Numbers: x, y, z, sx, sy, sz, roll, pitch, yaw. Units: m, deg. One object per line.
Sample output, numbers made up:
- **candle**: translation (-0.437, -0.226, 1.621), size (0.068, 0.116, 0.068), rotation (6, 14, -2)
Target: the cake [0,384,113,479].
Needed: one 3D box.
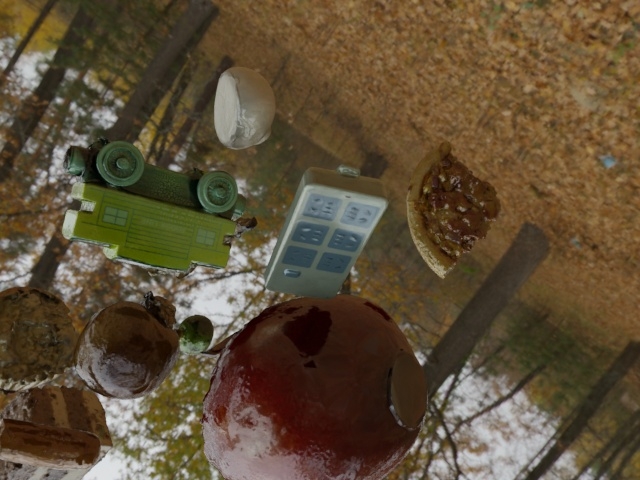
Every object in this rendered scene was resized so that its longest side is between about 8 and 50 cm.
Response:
- **cake**: translation (-0.866, 0.639, 1.789), size (0.290, 0.282, 0.255), rotation (33, -166, -46)

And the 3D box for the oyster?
- **oyster**: translation (-0.363, 0.023, 1.762), size (0.096, 0.361, 0.221), rotation (60, 158, -1)

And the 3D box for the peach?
- **peach**: translation (0.012, 0.260, 0.960), size (0.310, 0.334, 0.406), rotation (-6, 180, 38)

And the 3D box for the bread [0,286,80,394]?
- **bread**: translation (-0.765, 0.254, 1.446), size (0.274, 0.149, 0.274), rotation (30, -139, -30)

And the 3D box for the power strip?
- **power strip**: translation (0.000, 0.000, 0.814), size (0.118, 0.270, 0.046), rotation (8, -131, -16)

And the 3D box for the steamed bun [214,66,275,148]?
- **steamed bun**: translation (-0.189, -0.331, 1.427), size (0.131, 0.228, 0.177), rotation (-10, -116, -26)

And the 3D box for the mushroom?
- **mushroom**: translation (-0.466, 0.264, 1.397), size (0.263, 0.283, 0.195), rotation (35, 164, -37)

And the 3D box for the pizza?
- **pizza**: translation (0.379, -0.089, 1.604), size (0.278, 0.408, 0.114), rotation (10, 167, -2)

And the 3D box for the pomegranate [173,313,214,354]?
- **pomegranate**: translation (-0.445, 0.335, 1.989), size (0.123, 0.143, 0.169), rotation (17, 180, 21)

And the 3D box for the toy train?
- **toy train**: translation (-0.388, -0.069, 1.320), size (0.443, 0.272, 0.179), rotation (15, 176, -35)

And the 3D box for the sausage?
- **sausage**: translation (-0.665, 0.505, 1.381), size (0.271, 0.108, 0.109), rotation (31, -172, -41)
